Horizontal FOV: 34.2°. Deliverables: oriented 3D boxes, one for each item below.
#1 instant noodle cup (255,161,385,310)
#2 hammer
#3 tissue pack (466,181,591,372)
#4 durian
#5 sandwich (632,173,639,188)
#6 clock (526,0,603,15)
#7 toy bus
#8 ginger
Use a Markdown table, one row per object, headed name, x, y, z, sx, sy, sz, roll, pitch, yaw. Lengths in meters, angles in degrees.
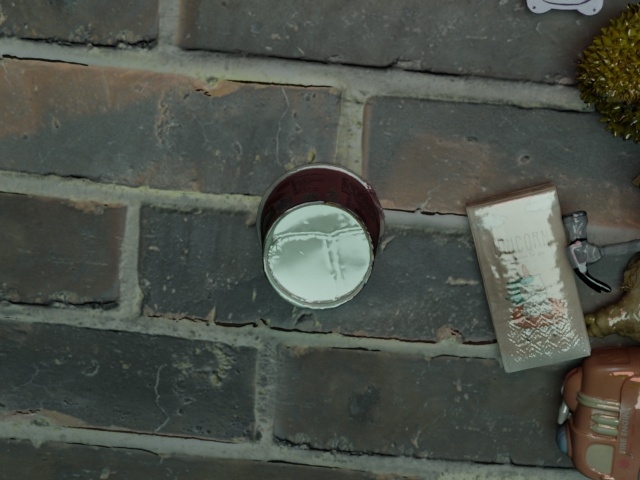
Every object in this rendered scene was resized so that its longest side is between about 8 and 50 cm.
| name | x | y | z | sx | sy | sz | roll | pitch | yaw |
| --- | --- | --- | --- | --- | --- | --- | --- | --- | --- |
| instant noodle cup | 0.000 | 0.000 | 1.839 | 0.242 | 0.231 | 0.243 | 0 | 105 | 0 |
| hammer | 0.645 | -0.012 | 1.876 | 0.426 | 0.044 | 0.152 | -11 | 83 | -10 |
| tissue pack | 0.386 | 0.070 | 1.924 | 0.170 | 0.071 | 0.326 | -12 | 102 | 10 |
| durian | 0.584 | -0.271 | 1.761 | 0.292 | 0.258 | 0.258 | 30 | 102 | -11 |
| sandwich | 0.692 | -0.112 | 1.886 | 0.193 | 0.058 | 0.162 | -42 | 100 | 9 |
| clock | 0.424 | -0.450 | 1.813 | 0.152 | 0.050 | 0.110 | 3 | 104 | 1 |
| toy bus | 0.559 | 0.334 | 1.934 | 0.232 | 0.194 | 0.288 | 6 | 104 | 8 |
| ginger | 0.600 | 0.121 | 1.936 | 0.137 | 0.074 | 0.213 | 39 | 98 | 10 |
